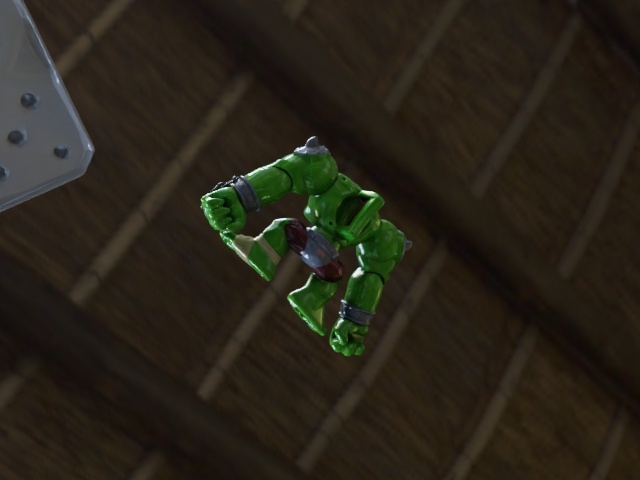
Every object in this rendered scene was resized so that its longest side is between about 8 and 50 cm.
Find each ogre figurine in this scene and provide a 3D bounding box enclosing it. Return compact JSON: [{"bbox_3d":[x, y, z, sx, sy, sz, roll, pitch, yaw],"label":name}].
[{"bbox_3d":[0.000,0.000,1.455,0.197,0.097,0.118,45,-96,-5],"label":"ogre figurine"}]

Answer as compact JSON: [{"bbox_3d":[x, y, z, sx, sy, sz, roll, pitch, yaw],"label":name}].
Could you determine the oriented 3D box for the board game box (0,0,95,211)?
[{"bbox_3d":[-0.383,-0.130,0.979,0.390,0.390,0.050,-24,-146,-2],"label":"board game box"}]
